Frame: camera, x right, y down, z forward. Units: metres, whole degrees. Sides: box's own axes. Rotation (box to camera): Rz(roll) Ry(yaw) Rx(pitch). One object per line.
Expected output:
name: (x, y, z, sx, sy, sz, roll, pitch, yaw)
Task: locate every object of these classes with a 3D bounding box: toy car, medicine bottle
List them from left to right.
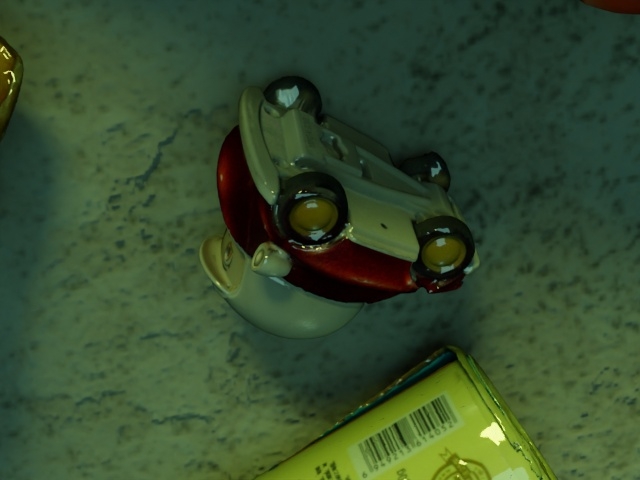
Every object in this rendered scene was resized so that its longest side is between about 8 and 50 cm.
toy car: (0.000, 0.000, 0.606, 0.139, 0.112, 0.112, 23, 119, -23)
medicine bottle: (0.011, 0.167, 0.648, 0.239, 0.124, 0.124, -32, 109, 5)

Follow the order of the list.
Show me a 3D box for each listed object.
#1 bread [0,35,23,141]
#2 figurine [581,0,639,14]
bread: (-0.260, -0.048, 0.542, 0.233, 0.088, 0.160, 15, 78, 1)
figurine: (0.181, -0.295, 0.477, 0.412, 0.241, 0.306, -44, 136, -10)
